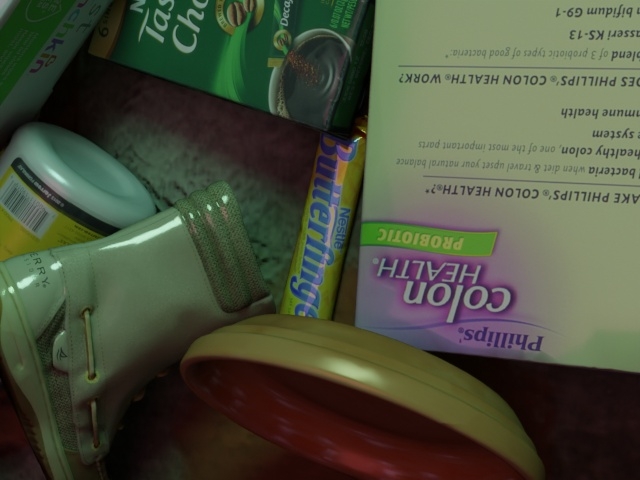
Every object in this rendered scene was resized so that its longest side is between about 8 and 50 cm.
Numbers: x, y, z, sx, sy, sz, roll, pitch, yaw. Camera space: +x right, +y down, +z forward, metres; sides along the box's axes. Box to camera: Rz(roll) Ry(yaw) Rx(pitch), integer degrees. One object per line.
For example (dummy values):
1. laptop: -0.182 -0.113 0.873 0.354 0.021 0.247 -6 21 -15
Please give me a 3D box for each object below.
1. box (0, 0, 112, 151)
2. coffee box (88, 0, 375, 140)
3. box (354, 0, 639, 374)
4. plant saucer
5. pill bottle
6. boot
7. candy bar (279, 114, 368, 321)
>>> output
1. box: -0.281 -0.141 0.647 0.231 0.127 0.262 40 100 6
2. coffee box: -0.050 -0.140 0.662 0.184 0.040 0.113 22 98 26
3. box: 0.141 -0.058 0.565 0.214 0.117 0.243 4 90 19
4. plant saucer: 0.024 0.090 0.575 0.200 0.200 0.037 15 67 19
5. pill bottle: -0.195 0.024 0.688 0.103 0.103 0.184 42 103 15
6. boot: -0.106 0.071 0.660 0.165 0.213 0.077 -24 46 -19
7. candy bar: 0.000 0.000 0.666 0.040 0.018 0.161 14 95 19
